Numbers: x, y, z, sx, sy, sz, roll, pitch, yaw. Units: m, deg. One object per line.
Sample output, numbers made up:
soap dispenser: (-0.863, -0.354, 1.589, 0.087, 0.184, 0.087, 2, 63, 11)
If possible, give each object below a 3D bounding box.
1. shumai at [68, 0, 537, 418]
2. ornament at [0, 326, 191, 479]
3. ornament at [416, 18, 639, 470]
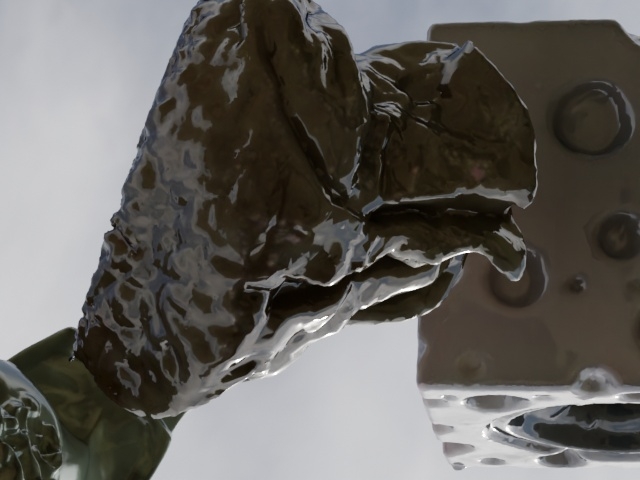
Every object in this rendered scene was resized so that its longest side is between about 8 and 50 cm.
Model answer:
shumai: (0.001, -0.001, 0.878, 0.185, 0.184, 0.218, 21, -80, -3)
ornament: (-0.154, 0.115, 0.975, 0.130, 0.120, 0.285, 49, -164, 14)
ornament: (0.193, 0.012, 1.225, 0.239, 0.240, 0.239, 0, -108, 9)
